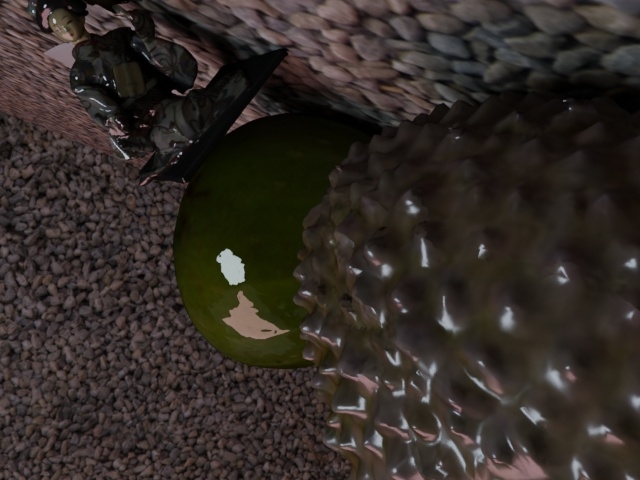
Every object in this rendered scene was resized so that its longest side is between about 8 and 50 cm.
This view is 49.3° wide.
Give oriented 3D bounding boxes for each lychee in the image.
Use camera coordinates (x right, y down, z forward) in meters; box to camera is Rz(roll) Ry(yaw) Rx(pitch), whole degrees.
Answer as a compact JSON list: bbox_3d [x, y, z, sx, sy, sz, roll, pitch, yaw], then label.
[{"bbox_3d":[0.174,0.085,0.481,0.432,0.380,0.380,36,180,17],"label":"lychee"}]

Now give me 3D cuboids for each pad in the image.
[{"bbox_3d":[-0.307,-0.245,1.014,0.156,0.004,0.232,24,175,-34],"label":"pad"}]

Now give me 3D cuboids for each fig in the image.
[{"bbox_3d":[0.000,0.000,0.793,0.316,0.316,0.316,21,176,2],"label":"fig"}]

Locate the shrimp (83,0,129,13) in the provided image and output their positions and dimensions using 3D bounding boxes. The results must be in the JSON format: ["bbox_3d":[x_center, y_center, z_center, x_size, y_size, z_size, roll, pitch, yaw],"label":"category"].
[{"bbox_3d":[-0.163,-0.207,0.451,0.290,0.054,0.222,23,176,25],"label":"shrimp"}]

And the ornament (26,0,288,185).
[{"bbox_3d":[-0.175,-0.165,0.635,0.196,0.166,0.153,40,167,-25],"label":"ornament"}]
